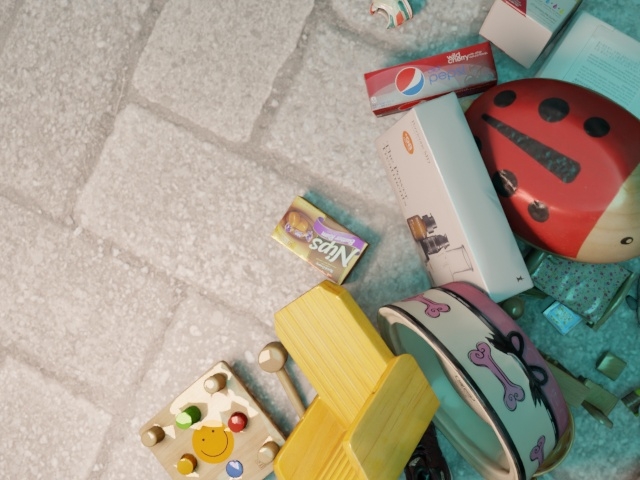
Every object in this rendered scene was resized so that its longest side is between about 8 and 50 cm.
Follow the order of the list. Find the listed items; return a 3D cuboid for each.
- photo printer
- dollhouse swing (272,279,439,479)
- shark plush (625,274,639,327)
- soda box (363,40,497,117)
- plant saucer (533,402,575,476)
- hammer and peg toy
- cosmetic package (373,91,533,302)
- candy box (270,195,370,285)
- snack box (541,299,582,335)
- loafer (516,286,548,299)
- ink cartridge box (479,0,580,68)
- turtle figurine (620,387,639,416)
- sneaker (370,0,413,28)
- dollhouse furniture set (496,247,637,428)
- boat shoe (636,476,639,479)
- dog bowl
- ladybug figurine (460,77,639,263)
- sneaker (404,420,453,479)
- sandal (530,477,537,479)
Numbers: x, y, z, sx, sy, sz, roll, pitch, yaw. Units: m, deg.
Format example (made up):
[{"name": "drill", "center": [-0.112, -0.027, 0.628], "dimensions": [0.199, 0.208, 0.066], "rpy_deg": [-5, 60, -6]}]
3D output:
[{"name": "photo printer", "center": [0.533, -0.260, 1.624], "dimensions": [0.256, 0.107, 0.308], "rpy_deg": [33, 96, 11]}, {"name": "dollhouse swing", "center": [-0.008, 0.308, 1.555], "dimensions": [0.305, 0.347, 0.315], "rpy_deg": [42, 58, -7]}, {"name": "shark plush", "center": [0.639, 0.149, 1.601], "dimensions": [0.073, 0.067, 0.161], "rpy_deg": [4, 64, 15]}, {"name": "soda box", "center": [0.228, -0.329, 1.688], "dimensions": [0.263, 0.092, 0.084], "rpy_deg": [-13, 85, 10]}, {"name": "plant saucer", "center": [0.412, 0.377, 1.660], "dimensions": [0.199, 0.037, 0.200], "rpy_deg": [-3, 75, 13]}, {"name": "hammer and peg toy", "center": [-0.181, 0.399, 1.740], "dimensions": [0.361, 0.127, 0.266], "rpy_deg": [-40, 83, 8]}, {"name": "cosmetic package", "center": [0.243, -0.063, 1.572], "dimensions": [0.097, 0.284, 0.378], "rpy_deg": [-22, 88, -14]}, {"name": "candy box", "center": [0.000, 0.000, 1.749], "dimensions": [0.186, 0.053, 0.109], "rpy_deg": [36, 96, 10]}, {"name": "snack box", "center": [0.538, 0.111, 1.665], "dimensions": [0.178, 0.022, 0.064], "rpy_deg": [-44, 84, 7]}, {"name": "loafer", "center": [0.399, 0.092, 1.678], "dimensions": [0.147, 0.056, 0.050], "rpy_deg": [16, 129, 3]}, {"name": "ink cartridge box", "center": [0.425, -0.460, 1.606], "dimensions": [0.128, 0.127, 0.176], "rpy_deg": [37, 68, 8]}, {"name": "turtle figurine", "center": [0.708, 0.283, 1.576], "dimensions": [0.217, 0.087, 0.269], "rpy_deg": [-45, 70, 3]}, {"name": "sneaker", "center": [0.127, -0.520, 1.726], "dimensions": [0.075, 0.057, 0.161], "rpy_deg": [-33, 87, 3]}, {"name": "dollhouse furniture set", "center": [0.531, 0.132, 1.560], "dimensions": [0.303, 0.174, 0.356], "rpy_deg": [33, 96, -5]}, {"name": "boat shoe", "center": [0.731, 0.468, 1.594], "dimensions": [0.340, 0.127, 0.158], "rpy_deg": [-40, 121, -8]}, {"name": "dog bowl", "center": [0.282, 0.252, 1.502], "dimensions": [0.150, 0.408, 0.408], "rpy_deg": [-33, 84, -12]}, {"name": "ladybug figurine", "center": [0.428, -0.138, 1.490], "dimensions": [0.449, 0.162, 0.305], "rpy_deg": [34, 101, 24]}, {"name": "sneaker", "center": [0.191, 0.409, 1.655], "dimensions": [0.106, 0.162, 0.282], "rpy_deg": [-28, 85, 9]}, {"name": "sandal", "center": [0.417, 0.480, 1.671], "dimensions": [0.072, 0.049, 0.180], "rpy_deg": [11, 92, 10]}]
